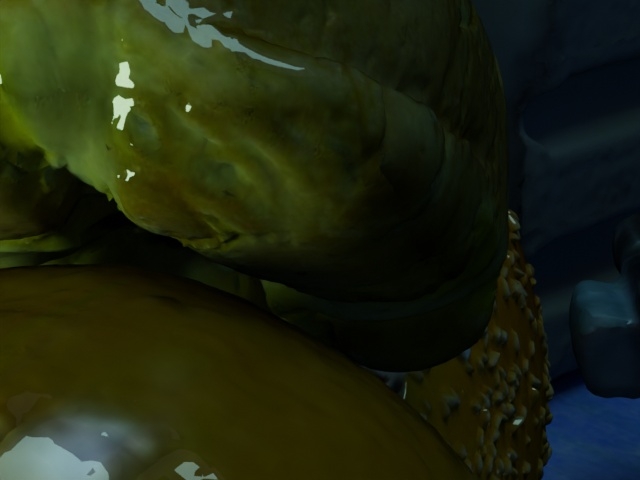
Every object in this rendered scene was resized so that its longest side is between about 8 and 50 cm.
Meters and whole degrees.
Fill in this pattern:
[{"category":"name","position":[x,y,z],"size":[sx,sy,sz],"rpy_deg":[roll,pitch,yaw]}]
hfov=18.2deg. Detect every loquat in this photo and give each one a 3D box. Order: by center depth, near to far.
[{"category":"loquat","position":[-0.082,0.169,0.585],"size":[0.328,0.328,0.328],"rpy_deg":[4,24,-2]}]

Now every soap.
[{"category":"soap","position":[0.191,-0.128,1.259],"size":[0.435,0.350,0.213],"rpy_deg":[-21,36,-40]}]

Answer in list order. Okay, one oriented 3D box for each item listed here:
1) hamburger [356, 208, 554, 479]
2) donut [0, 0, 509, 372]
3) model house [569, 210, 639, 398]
[{"category":"hamburger","position":[0.023,0.084,0.888],"size":[0.151,0.227,0.295],"rpy_deg":[-18,30,22]},{"category":"donut","position":[-0.044,-0.038,0.669],"size":[0.209,0.128,0.261],"rpy_deg":[1,-18,10]},{"category":"model house","position":[0.297,0.087,0.914],"size":[0.339,0.297,0.360],"rpy_deg":[-3,24,0]}]
